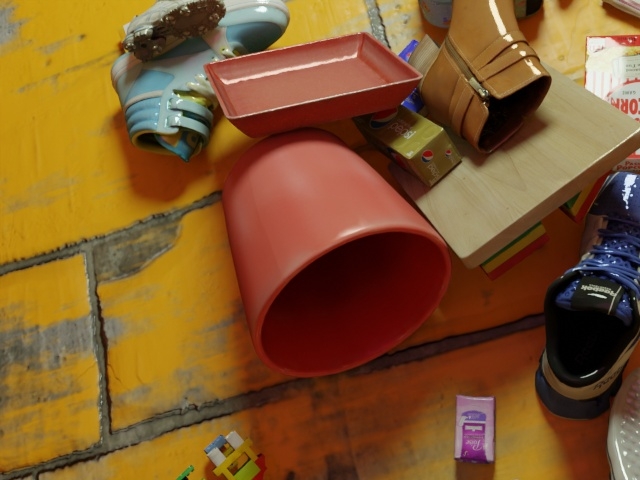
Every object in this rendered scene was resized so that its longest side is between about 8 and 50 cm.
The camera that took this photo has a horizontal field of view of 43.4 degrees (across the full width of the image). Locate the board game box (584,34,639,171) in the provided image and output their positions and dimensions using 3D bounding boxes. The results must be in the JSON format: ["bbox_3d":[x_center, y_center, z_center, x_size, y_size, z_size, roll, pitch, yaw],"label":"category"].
[{"bbox_3d":[0.434,-0.187,1.097,0.146,0.045,0.194,2,70,18],"label":"board game box"}]

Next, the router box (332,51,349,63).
[{"bbox_3d":[-0.017,-0.248,1.262,0.122,0.038,0.092,7,71,20],"label":"router box"}]

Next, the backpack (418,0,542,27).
[{"bbox_3d":[0.227,-0.410,1.196,0.188,0.144,0.166,-10,72,16],"label":"backpack"}]

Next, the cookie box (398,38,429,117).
[{"bbox_3d":[0.139,-0.234,1.208,0.092,0.040,0.107,41,85,26],"label":"cookie box"}]

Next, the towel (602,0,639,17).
[{"bbox_3d":[0.589,-0.423,1.150,0.237,0.037,0.329,35,84,23],"label":"towel"}]

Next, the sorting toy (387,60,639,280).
[{"bbox_3d":[0.252,-0.090,1.047,0.255,0.089,0.257,-37,34,5],"label":"sorting toy"}]

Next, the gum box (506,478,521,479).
[{"bbox_3d":[0.172,0.383,0.943,0.156,0.041,0.185,-14,65,23],"label":"gum box"}]

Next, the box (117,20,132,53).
[{"bbox_3d":[-0.278,-0.362,1.393,0.136,0.028,0.081,-25,64,4],"label":"box"}]

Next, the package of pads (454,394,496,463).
[{"bbox_3d":[0.195,0.237,1.012,0.050,0.032,0.083,-2,69,19],"label":"package of pads"}]

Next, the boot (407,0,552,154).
[{"bbox_3d":[0.228,-0.269,1.034,0.283,0.109,0.220,-54,37,23],"label":"boot"}]

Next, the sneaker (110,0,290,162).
[{"bbox_3d":[-0.174,-0.238,1.262,0.318,0.127,0.208,-24,62,18],"label":"sneaker"}]

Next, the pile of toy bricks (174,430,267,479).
[{"bbox_3d":[-0.158,0.355,1.048,0.212,0.118,0.105,-41,91,-19],"label":"pile of toy bricks"}]

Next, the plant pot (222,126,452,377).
[{"bbox_3d":[0.000,0.000,1.050,0.274,0.275,0.243,-31,52,3],"label":"plant pot"}]

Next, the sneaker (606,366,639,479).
[{"bbox_3d":[0.380,0.296,0.893,0.126,0.128,0.321,4,46,12],"label":"sneaker"}]

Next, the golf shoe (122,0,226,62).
[{"bbox_3d":[-0.224,-0.344,1.220,0.176,0.069,0.086,-17,57,19],"label":"golf shoe"}]

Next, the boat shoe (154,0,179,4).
[{"bbox_3d":[-0.203,-0.475,1.362,0.098,0.109,0.302,7,67,21],"label":"boat shoe"}]

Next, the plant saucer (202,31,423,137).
[{"bbox_3d":[-0.019,-0.217,1.120,0.259,0.048,0.258,-14,30,-9],"label":"plant saucer"}]

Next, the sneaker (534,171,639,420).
[{"bbox_3d":[0.348,0.055,0.953,0.127,0.182,0.316,20,76,21],"label":"sneaker"}]

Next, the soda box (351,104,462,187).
[{"bbox_3d":[0.115,-0.141,1.101,0.061,0.058,0.181,-42,35,-1],"label":"soda box"}]
